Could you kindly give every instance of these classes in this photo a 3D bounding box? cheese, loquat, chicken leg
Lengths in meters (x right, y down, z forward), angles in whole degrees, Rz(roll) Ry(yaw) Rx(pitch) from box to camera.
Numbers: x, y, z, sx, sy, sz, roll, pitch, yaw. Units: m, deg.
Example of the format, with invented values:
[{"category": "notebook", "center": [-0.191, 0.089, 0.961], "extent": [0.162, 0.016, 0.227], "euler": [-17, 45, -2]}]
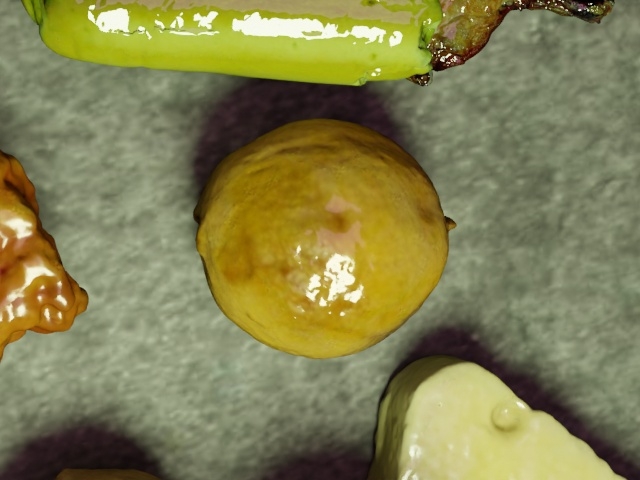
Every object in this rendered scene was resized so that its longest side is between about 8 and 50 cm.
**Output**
[{"category": "cheese", "center": [0.214, 0.321, 1.304], "extent": [0.384, 0.104, 0.383], "euler": [0, 91, -10]}, {"category": "loquat", "center": [0.000, 0.000, 1.203], "extent": [0.238, 0.193, 0.238], "euler": [1, 84, -13]}, {"category": "chicken leg", "center": [0.178, -0.233, 1.307], "extent": [0.253, 0.051, 0.105], "euler": [-18, 102, -12]}]

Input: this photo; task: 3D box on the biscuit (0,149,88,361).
[{"category": "biscuit", "center": [-0.395, 0.004, 1.090], "extent": [0.312, 0.110, 0.318], "euler": [-28, 103, -6]}]

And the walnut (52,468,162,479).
[{"category": "walnut", "center": [-0.190, 0.330, 1.165], "extent": [0.225, 0.225, 0.260], "euler": [-20, 91, -11]}]

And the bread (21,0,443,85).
[{"category": "bread", "center": [-0.085, -0.276, 1.165], "extent": [0.377, 0.208, 0.251], "euler": [3, 110, -12]}]
